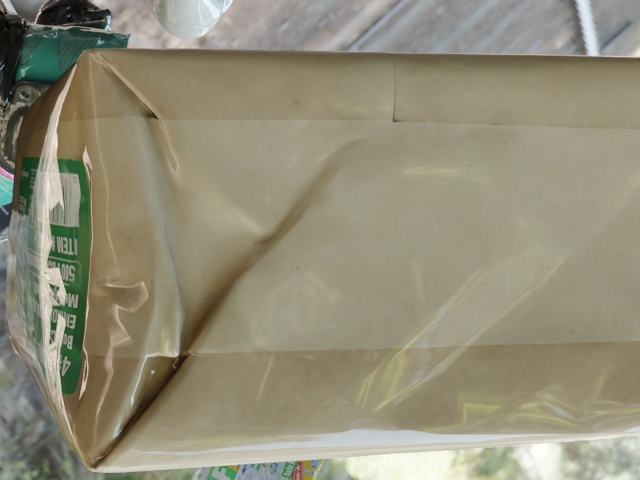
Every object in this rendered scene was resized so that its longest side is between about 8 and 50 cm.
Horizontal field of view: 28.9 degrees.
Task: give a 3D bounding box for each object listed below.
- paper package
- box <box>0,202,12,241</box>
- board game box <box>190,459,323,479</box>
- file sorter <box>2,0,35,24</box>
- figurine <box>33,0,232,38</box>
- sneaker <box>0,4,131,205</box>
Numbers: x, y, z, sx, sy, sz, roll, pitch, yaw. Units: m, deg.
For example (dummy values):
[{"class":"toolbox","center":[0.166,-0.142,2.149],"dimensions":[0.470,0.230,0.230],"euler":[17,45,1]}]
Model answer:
[{"class":"paper package","center":[0.000,0.000,0.649],"dimensions":[0.310,0.168,0.325],"euler":[-2,-176,-18]},{"class":"box","center":[-0.428,-0.117,1.750],"dimensions":[0.207,0.153,0.108],"euler":[-39,-178,5]},{"class":"board game box","center":[-0.069,0.236,1.107],"dimensions":[0.026,0.103,0.154],"euler":[-27,-146,55]},{"class":"file sorter","center":[-0.461,-0.258,1.426],"dimensions":[0.278,0.173,0.193],"euler":[-41,-150,-30]},{"class":"figurine","center":[-0.177,-0.222,1.188],"dimensions":[0.215,0.092,0.209],"euler":[-29,-174,-8]},{"class":"sneaker","center":[-0.228,-0.143,0.882],"dimensions":[0.179,0.123,0.295],"euler":[-6,135,5]}]
